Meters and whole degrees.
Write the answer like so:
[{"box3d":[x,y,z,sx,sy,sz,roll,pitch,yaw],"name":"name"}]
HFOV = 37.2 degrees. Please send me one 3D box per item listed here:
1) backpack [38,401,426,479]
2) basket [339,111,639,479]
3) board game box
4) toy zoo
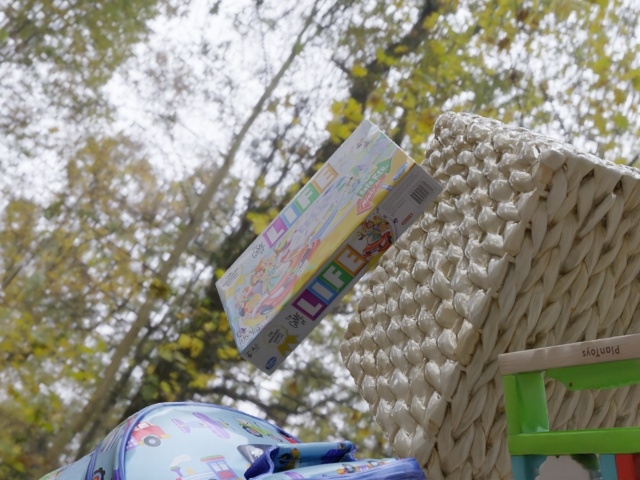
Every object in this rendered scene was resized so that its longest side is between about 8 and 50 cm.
[{"box3d":[-0.022,0.127,0.349,0.158,0.173,0.117,14,-61,-47],"name":"backpack"},{"box3d":[0.216,0.065,0.923,0.266,0.331,0.328,20,-81,-13],"name":"basket"},{"box3d":[0.000,0.000,0.601,0.026,0.103,0.154,39,-83,-25],"name":"board game box"},{"box3d":[0.193,0.204,0.562,0.030,0.293,0.192,2,-13,-30],"name":"toy zoo"}]
